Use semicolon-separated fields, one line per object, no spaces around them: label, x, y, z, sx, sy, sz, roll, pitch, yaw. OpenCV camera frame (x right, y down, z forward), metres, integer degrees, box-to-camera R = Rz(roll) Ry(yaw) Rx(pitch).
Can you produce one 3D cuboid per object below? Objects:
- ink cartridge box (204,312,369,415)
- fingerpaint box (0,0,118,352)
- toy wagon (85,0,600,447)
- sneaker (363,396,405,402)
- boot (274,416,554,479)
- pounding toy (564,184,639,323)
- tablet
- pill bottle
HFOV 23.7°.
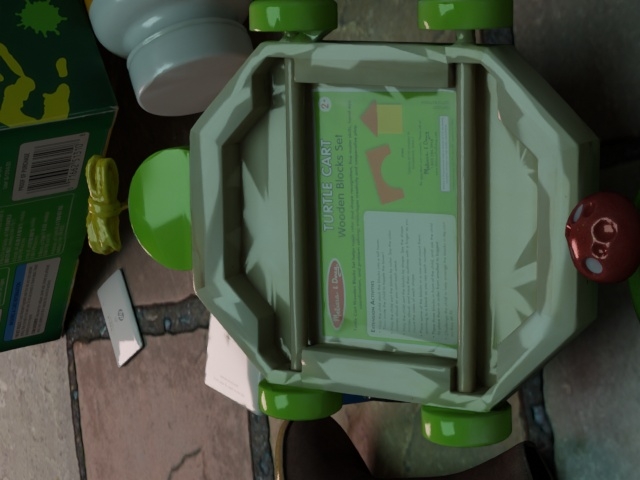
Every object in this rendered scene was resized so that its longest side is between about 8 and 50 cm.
ink cartridge box;0.000;0.000;1.093;0.078;0.134;0.231;23;111;51
fingerpaint box;-0.347;-0.143;1.435;0.445;0.163;0.371;119;135;-58
toy wagon;0.005;-0.020;0.961;0.344;0.068;0.267;5;101;30
sneaker;0.094;0.031;1.028;0.221;0.083;0.087;-53;45;31
boot;0.079;0.190;1.072;0.207;0.090;0.248;-42;58;33
pounding toy;0.207;0.041;0.823;0.183;0.110;0.237;-8;87;60
tablet;-0.194;0.075;1.471;0.054;0.006;0.083;-41;61;47
pill bottle;-0.133;-0.233;1.247;0.136;0.136;0.246;-39;63;48
